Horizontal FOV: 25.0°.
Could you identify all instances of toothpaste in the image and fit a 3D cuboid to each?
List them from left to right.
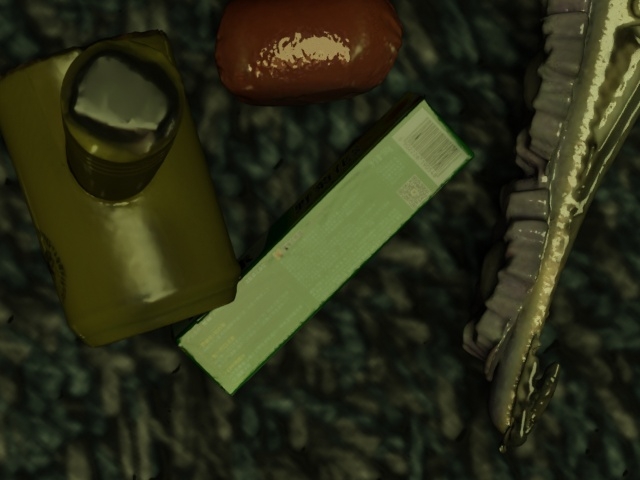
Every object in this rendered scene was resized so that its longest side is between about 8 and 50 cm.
[{"bbox_3d":[0.000,0.000,0.740,0.178,0.037,0.043,-45,104,0],"label":"toothpaste"}]

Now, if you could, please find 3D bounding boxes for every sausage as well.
[{"bbox_3d":[-0.006,-0.095,0.713,0.094,0.059,0.054,-7,77,-5],"label":"sausage"}]

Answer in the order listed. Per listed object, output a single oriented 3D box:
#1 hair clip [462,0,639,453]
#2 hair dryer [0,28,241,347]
[{"bbox_3d":[0.124,-0.034,0.719,0.084,0.106,0.292,18,99,3],"label":"hair clip"},{"bbox_3d":[-0.081,-0.027,0.592,0.090,0.278,0.135,-17,90,-9],"label":"hair dryer"}]
